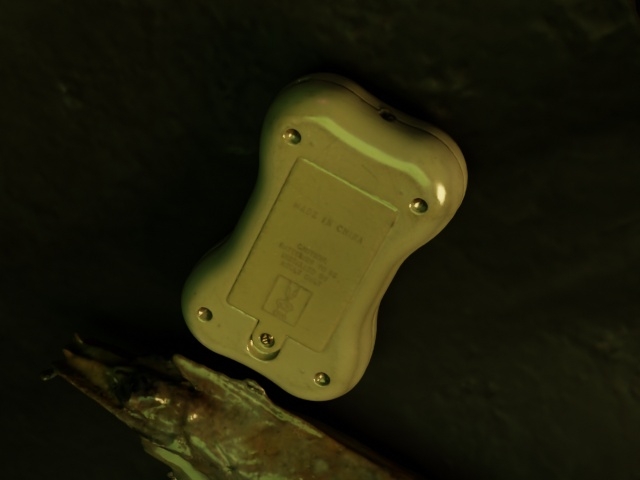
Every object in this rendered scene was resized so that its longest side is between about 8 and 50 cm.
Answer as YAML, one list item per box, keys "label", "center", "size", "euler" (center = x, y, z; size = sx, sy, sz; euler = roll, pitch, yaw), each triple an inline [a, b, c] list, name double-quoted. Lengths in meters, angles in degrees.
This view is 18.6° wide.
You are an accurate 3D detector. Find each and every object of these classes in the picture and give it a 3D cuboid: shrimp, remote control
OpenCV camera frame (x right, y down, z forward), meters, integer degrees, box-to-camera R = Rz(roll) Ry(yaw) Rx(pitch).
- label: "shrimp"
  center: [-0.014, 0.112, 0.756]
  size: [0.223, 0.047, 0.126]
  euler: [34, 134, -4]
- label: "remote control"
  center: [0.000, 0.000, 0.688]
  size: [0.074, 0.032, 0.122]
  euler: [30, 126, 1]
